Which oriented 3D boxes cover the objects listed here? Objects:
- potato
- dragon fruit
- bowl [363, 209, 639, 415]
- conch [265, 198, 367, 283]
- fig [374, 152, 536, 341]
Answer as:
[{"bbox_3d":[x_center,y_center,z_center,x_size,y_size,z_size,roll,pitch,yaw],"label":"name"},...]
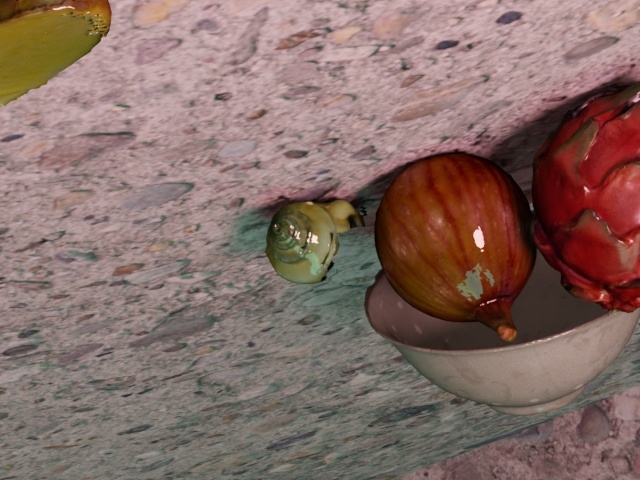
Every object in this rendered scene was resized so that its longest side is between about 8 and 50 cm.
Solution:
[{"bbox_3d":[-0.214,-0.136,1.222,0.119,0.054,0.198,-12,169,-28],"label":"potato"},{"bbox_3d":[0.296,-0.052,1.740,0.193,0.274,0.192,10,-157,-3],"label":"dragon fruit"},{"bbox_3d":[0.215,0.096,1.953,0.313,0.146,0.313,-13,-155,6],"label":"bowl"},{"bbox_3d":[-0.004,-0.002,1.839,0.095,0.079,0.201,-38,174,24],"label":"conch"},{"bbox_3d":[0.146,0.023,1.823,0.175,0.207,0.175,-24,164,-7],"label":"fig"}]
